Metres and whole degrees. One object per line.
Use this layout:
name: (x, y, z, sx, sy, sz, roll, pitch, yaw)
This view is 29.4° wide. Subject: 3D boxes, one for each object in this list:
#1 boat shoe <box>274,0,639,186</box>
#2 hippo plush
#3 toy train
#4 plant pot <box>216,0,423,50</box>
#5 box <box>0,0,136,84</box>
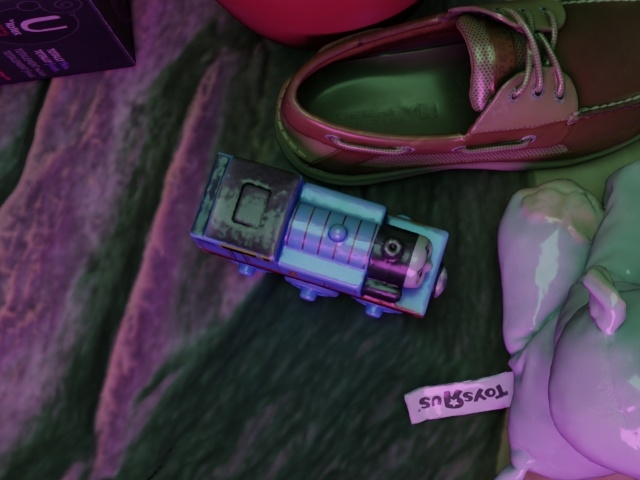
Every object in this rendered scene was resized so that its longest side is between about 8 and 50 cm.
boat shoe: (0.125, -0.110, 0.856, 0.324, 0.116, 0.123, -15, 80, 2)
hippo plush: (0.190, 0.052, 0.762, 0.294, 0.236, 0.234, -21, 80, 1)
toy train: (0.000, 0.000, 0.852, 0.184, 0.105, 0.080, 18, 82, 7)
plant pot: (-0.006, -0.257, 0.827, 0.275, 0.243, 0.275, -1, 80, 4)
box: (-0.286, -0.195, 0.877, 0.270, 0.165, 0.143, -8, 80, 3)
